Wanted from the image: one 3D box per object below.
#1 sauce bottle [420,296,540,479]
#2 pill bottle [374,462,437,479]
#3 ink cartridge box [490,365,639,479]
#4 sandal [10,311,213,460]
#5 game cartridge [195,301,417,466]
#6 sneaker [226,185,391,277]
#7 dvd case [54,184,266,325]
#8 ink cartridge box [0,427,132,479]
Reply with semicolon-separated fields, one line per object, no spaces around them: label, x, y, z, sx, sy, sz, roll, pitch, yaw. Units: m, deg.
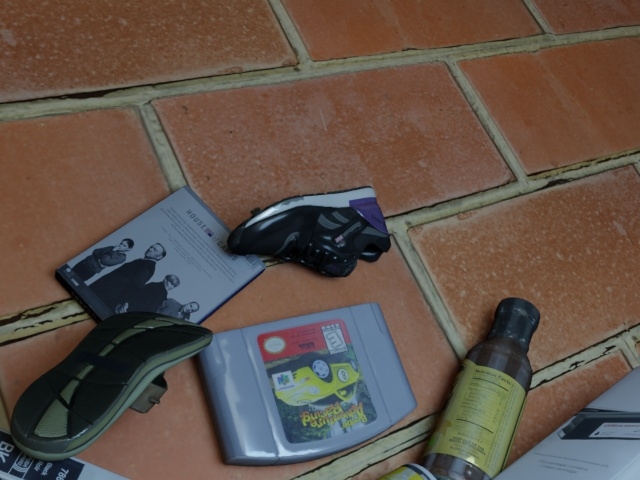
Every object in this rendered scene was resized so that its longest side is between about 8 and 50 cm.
sauce bottle;0.249;0.232;1.046;0.111;0.111;0.344;35;53;-1
pill bottle;0.068;0.365;0.892;0.184;0.103;0.103;-18;70;-31
ink cartridge box;0.434;0.379;0.952;0.395;0.166;0.285;-23;96;-32
sandal;-0.238;0.165;0.821;0.120;0.086;0.303;16;25;19
game cartridge;-0.012;0.202;0.985;0.294;0.060;0.195;-9;70;-27
sneaker;0.000;0.000;1.064;0.283;0.107;0.124;-14;75;-37
dvd case;-0.219;0.044;0.999;0.179;0.029;0.239;46;54;6
ink cartridge box;-0.285;0.300;0.737;0.333;0.165;0.065;24;25;-9
